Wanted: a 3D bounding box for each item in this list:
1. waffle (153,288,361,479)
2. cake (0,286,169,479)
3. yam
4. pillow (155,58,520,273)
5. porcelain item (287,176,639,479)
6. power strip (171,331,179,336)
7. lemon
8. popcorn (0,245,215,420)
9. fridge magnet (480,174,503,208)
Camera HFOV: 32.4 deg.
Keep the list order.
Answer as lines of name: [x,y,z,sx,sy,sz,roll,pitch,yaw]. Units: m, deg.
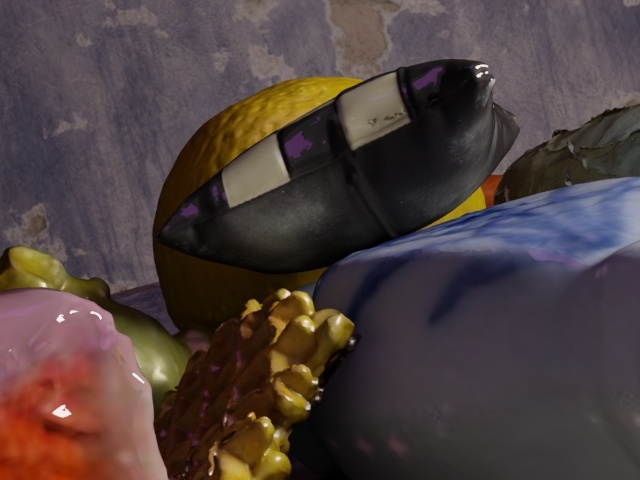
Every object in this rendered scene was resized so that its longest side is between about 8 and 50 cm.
waffle: [-0.074,0.132,0.662,0.229,0.051,0.231,-61,16,-20]
cake: [-0.217,0.155,0.401,0.309,0.237,0.230,-17,6,-38]
yam: [0.336,-0.027,1.036,0.241,0.241,0.348,-17,4,-27]
pillow: [0.020,-0.042,0.785,0.250,0.106,0.186,-26,-11,13]
porcelain item: [0.120,0.068,0.690,0.242,0.178,0.405,-18,0,-29]
power strip: [-0.242,0.170,1.246,0.091,0.062,0.385,-14,4,40]
lemon: [-0.001,0.001,1.054,0.336,0.336,0.336,-14,5,1]
popcorn: [-0.202,0.124,0.855,0.286,0.174,0.225,23,-30,-31]
fridge magnet: [0.152,0.005,1.428,0.363,0.155,0.363,-15,5,1]
